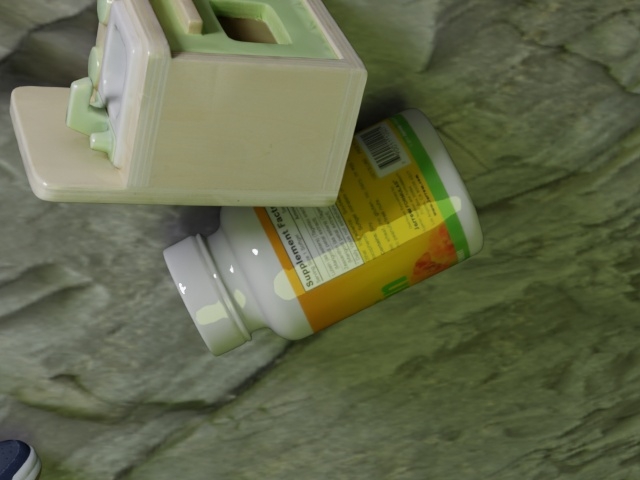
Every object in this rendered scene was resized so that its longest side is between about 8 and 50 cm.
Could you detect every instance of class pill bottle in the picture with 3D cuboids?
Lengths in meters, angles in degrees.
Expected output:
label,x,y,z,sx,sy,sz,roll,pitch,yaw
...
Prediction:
label,x,y,z,sx,sy,sz,roll,pitch,yaw
pill bottle,0.000,0.000,1.380,0.246,0.136,0.136,-26,129,-2

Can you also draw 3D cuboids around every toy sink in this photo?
label,x,y,z,sx,sy,sz,roll,pitch,yaw
toy sink,-0.105,-0.121,1.247,0.234,0.153,0.131,1,123,-20

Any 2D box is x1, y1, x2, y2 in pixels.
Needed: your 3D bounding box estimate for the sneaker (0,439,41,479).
label,x,y,z,sx,sy,sz,roll,pitch,yaw
sneaker,-0.385,0.204,1.403,0.282,0.099,0.153,-26,110,-20
